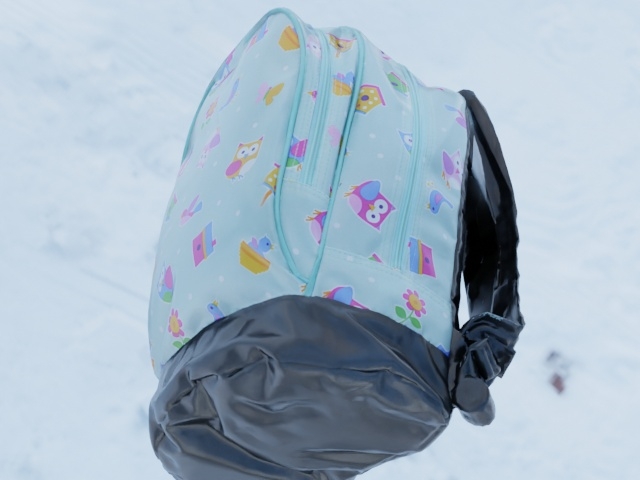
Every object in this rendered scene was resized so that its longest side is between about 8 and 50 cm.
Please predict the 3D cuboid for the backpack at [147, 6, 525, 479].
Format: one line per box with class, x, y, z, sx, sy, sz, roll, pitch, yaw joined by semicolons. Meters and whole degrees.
backpack;0.000;0.000;0.626;0.115;0.182;0.152;30;141;-27
